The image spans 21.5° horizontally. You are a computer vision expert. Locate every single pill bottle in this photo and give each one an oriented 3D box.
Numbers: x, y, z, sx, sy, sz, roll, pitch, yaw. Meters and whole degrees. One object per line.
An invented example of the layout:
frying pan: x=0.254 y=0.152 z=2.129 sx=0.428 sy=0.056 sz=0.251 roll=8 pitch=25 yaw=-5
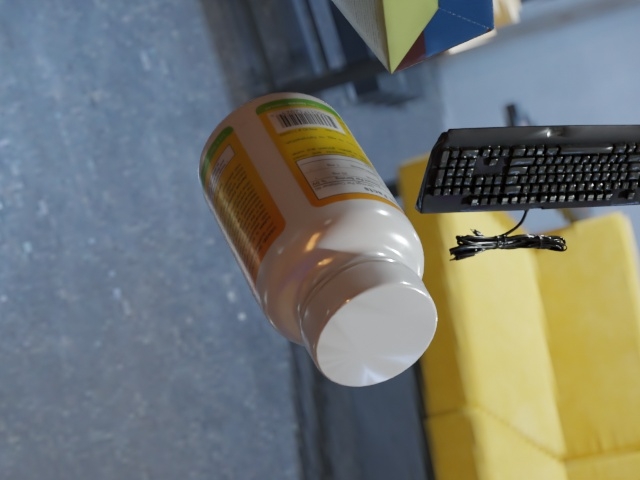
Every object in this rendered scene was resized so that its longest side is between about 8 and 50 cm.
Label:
pill bottle: x=0.000 y=0.000 z=1.347 sx=0.136 sy=0.136 sz=0.245 roll=54 pitch=4 yaw=-43

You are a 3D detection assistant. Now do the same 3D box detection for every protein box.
protein box: x=0.082 y=-0.337 z=1.861 sx=0.201 sy=0.136 sz=0.200 roll=56 pitch=-16 yaw=39

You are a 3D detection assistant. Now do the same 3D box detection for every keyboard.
keyboard: x=0.264 y=-0.054 z=2.067 sx=0.033 sy=0.317 sz=0.201 roll=-117 pitch=-148 yaw=-46
